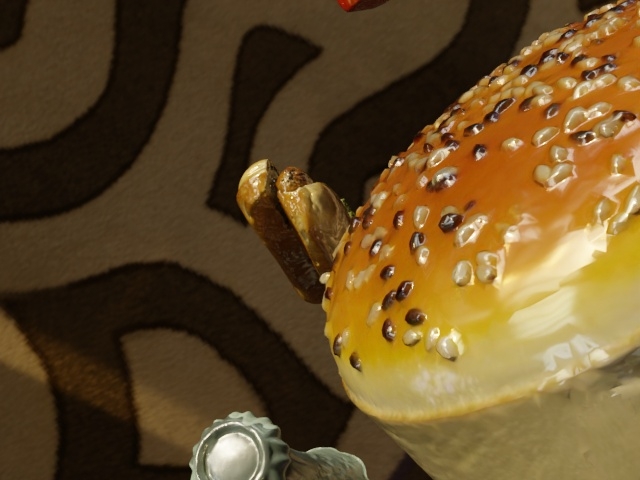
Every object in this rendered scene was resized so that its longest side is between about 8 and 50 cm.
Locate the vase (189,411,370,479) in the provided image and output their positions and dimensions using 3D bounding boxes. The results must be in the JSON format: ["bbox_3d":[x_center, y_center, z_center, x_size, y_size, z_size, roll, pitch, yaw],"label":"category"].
[{"bbox_3d":[-0.024,0.151,0.770,0.149,0.081,0.081,47,43,-59],"label":"vase"}]

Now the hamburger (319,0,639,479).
[{"bbox_3d":[0.139,-0.007,0.549,0.300,0.300,0.176,-40,107,-33],"label":"hamburger"}]

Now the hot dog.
[{"bbox_3d":[0.000,0.000,1.541,0.135,0.337,0.100,19,71,26],"label":"hot dog"}]

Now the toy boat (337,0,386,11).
[{"bbox_3d":[0.086,-0.415,1.583,0.145,0.133,0.332,27,45,-16],"label":"toy boat"}]
